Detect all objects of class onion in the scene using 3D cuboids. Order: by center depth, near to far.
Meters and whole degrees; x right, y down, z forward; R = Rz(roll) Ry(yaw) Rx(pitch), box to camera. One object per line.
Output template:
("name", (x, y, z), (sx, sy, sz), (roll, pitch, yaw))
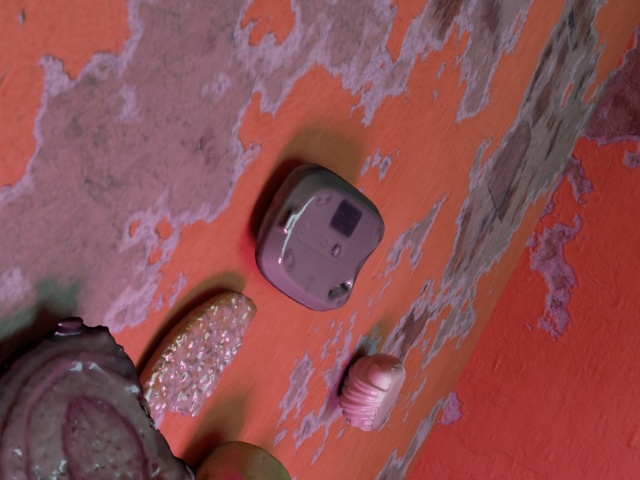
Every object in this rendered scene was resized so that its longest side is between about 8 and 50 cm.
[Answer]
("onion", (-0.274, 0.255, 1.021), (0.280, 0.146, 0.314), (-27, 95, -49))

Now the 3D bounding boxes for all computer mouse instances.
("computer mouse", (-0.006, -0.002, 1.516), (0.197, 0.095, 0.331), (-63, 151, -7))

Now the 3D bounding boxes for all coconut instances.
("coconut", (-0.137, 0.441, 1.565), (0.204, 0.236, 0.236), (53, 56, -21))

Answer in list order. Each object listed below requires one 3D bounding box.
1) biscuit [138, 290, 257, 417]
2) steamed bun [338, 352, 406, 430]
("biscuit", (-0.172, 0.164, 1.374), (0.265, 0.040, 0.188), (-38, 147, -48))
("steamed bun", (0.101, 0.317, 2.136), (0.183, 0.106, 0.183), (-51, 159, -28))
